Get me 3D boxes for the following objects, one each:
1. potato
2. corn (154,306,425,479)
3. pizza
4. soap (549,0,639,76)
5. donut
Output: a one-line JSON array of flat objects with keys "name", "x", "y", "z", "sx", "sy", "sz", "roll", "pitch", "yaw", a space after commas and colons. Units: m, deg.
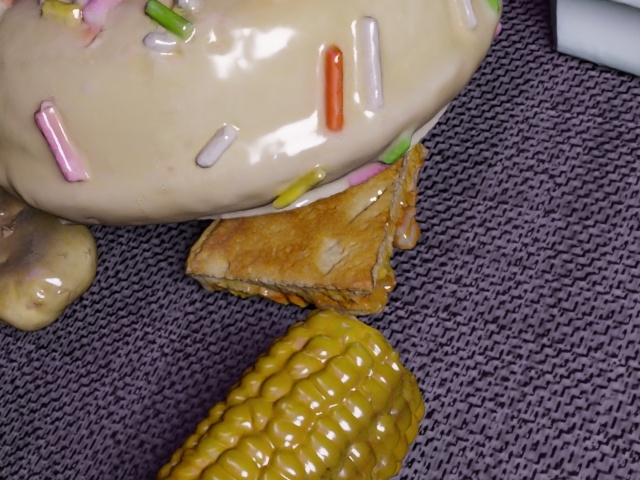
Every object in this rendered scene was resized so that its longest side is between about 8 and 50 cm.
[{"name": "potato", "x": -0.202, "y": 0.007, "z": 0.720, "sx": 0.091, "sy": 0.070, "sz": 0.138, "roll": -31, "pitch": 54, "yaw": -9}, {"name": "corn", "x": -0.065, "y": 0.191, "z": 0.521, "sx": 0.120, "sy": 0.120, "sz": 0.363, "roll": 20, "pitch": 63, "yaw": 30}, {"name": "pizza", "x": 0.000, "y": 0.000, "z": 0.665, "sx": 0.175, "sy": 0.046, "sz": 0.134, "roll": -25, "pitch": 51, "yaw": 3}, {"name": "soap", "x": 0.263, "y": -0.179, "z": 0.656, "sx": 0.289, "sy": 0.095, "sz": 0.173, "roll": 26, "pitch": 69, "yaw": 32}, {"name": "donut", "x": -0.072, "y": -0.134, "z": 0.679, "sx": 0.371, "sy": 0.150, "sz": 0.307, "roll": -7, "pitch": 35, "yaw": 14}]
